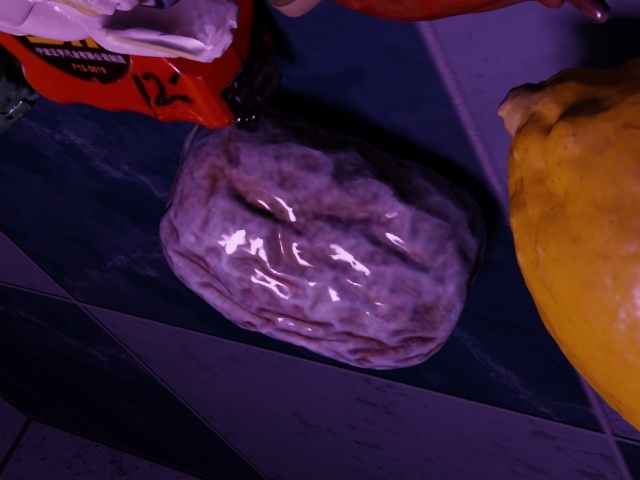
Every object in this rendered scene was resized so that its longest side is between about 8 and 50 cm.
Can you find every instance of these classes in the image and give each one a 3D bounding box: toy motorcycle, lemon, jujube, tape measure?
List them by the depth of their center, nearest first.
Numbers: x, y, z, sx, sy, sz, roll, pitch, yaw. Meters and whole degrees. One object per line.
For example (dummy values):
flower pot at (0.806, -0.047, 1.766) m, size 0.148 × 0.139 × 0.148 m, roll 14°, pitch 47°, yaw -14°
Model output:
toy motorcycle at (-0.214, -0.190, 0.674) m, size 0.340 × 0.108 × 0.223 m, roll 20°, pitch 177°, yaw 17°
lemon at (0.275, 0.013, 0.690) m, size 0.316 × 0.285 × 0.285 m, roll 36°, pitch 164°, yaw 34°
tape measure at (-0.181, -0.212, 0.879) m, size 0.253 × 0.114 × 0.260 m, roll 11°, pitch 148°, yaw 32°
jujube at (0.000, 0.000, 1.011) m, size 0.317 × 0.226 × 0.226 m, roll 21°, pitch 156°, yaw 0°

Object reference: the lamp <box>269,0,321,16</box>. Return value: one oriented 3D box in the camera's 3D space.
lamp at (-0.082, -0.239, 0.721) m, size 0.214 × 0.121 × 0.121 m, roll 27°, pitch 160°, yaw -37°

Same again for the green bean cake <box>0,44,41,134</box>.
green bean cake at (-0.420, -0.226, 0.956) m, size 0.308 × 0.169 × 0.300 m, roll 54°, pitch -171°, yaw 4°

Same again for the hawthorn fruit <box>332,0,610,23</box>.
hawthorn fruit at (0.055, -0.197, 0.547) m, size 0.248 × 0.208 × 0.208 m, roll 43°, pitch 152°, yaw -15°
